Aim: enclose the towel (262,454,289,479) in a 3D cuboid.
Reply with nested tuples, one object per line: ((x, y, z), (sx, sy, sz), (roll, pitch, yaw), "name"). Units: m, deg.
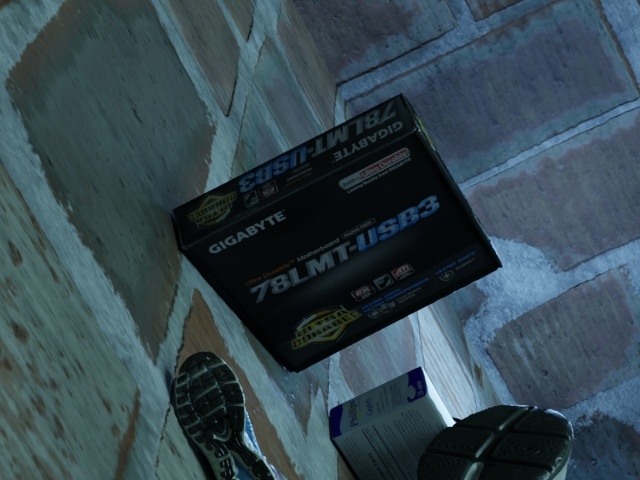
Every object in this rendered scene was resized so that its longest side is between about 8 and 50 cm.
((0.016, 0.371, 1.555), (0.329, 0.037, 0.237), (54, 12, -53), "towel")

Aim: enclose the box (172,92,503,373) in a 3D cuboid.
((0.027, 0.000, 1.765), (0.293, 0.296, 0.073), (54, 12, -50), "box")

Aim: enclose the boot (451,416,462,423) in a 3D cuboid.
((0.172, 0.342, 2.140), (0.260, 0.131, 0.348), (54, 15, -45), "boot")

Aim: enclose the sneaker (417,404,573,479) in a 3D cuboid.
((0.197, 0.399, 1.848), (0.447, 0.169, 0.257), (-50, 138, -54), "sneaker")

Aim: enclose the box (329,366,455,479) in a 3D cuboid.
((0.099, 0.251, 1.970), (0.126, 0.137, 0.072), (59, 10, -27), "box")

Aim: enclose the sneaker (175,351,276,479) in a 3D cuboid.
((-0.092, 0.183, 1.437), (0.073, 0.063, 0.162), (135, -66, -82), "sneaker")
